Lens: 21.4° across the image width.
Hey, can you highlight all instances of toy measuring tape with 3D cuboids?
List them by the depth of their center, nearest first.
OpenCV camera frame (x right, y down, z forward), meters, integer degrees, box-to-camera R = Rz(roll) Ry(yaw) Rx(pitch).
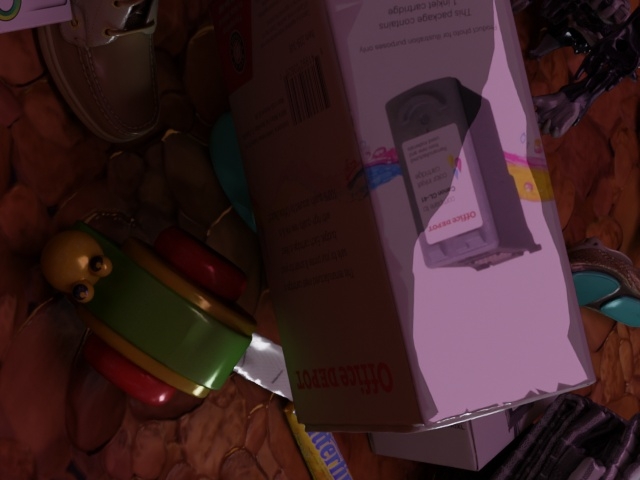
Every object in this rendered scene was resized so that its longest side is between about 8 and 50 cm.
[{"bbox_3d":[-0.065,0.077,1.181,0.330,0.121,0.121,34,65,-44],"label":"toy measuring tape"}]

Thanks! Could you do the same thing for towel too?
[{"bbox_3d":[0.205,0.272,1.472,0.284,0.121,0.235,-52,141,2],"label":"towel"}]

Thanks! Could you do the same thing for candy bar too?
[{"bbox_3d":[0.006,0.181,1.369,0.040,0.018,0.161,-49,128,-39],"label":"candy bar"}]

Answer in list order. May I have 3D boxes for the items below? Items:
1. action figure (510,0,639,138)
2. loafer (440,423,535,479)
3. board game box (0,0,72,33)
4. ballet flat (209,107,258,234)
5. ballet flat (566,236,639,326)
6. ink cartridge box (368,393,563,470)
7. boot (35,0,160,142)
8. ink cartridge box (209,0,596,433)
[{"bbox_3d":[0.219,-0.191,1.527,0.164,0.141,0.276,57,4,-2],"label":"action figure"},{"bbox_3d":[0.172,0.209,1.548,0.078,0.076,0.223,-47,151,12],"label":"loafer"},{"bbox_3d":[-0.278,-0.199,0.961,0.305,0.053,0.193,-21,109,-49],"label":"board game box"},{"bbox_3d":[0.000,0.000,1.284,0.083,0.087,0.247,-33,127,-1],"label":"ballet flat"},{"bbox_3d":[0.274,0.035,1.678,0.206,0.073,0.067,24,46,-52],"label":"ballet flat"},{"bbox_3d":[0.121,0.130,1.438,0.150,0.109,0.063,-32,118,-46],"label":"ink cartridge box"},{"bbox_3d":[-0.107,-0.167,1.088,0.077,0.165,0.213,-28,112,-47],"label":"boot"},{"bbox_3d":[0.042,-0.040,1.087,0.131,0.226,0.306,-13,90,-20],"label":"ink cartridge box"}]
